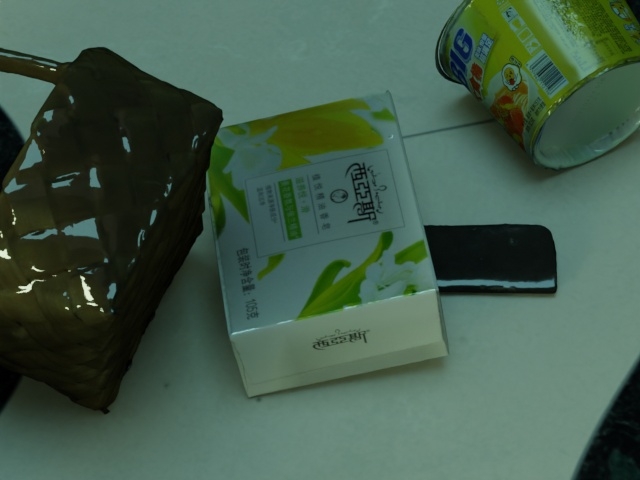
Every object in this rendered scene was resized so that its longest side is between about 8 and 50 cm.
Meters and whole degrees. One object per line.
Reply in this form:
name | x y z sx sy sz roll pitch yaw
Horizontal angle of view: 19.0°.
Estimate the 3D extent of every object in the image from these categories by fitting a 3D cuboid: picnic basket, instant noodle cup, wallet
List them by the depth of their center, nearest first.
picnic basket | -0.272 -0.042 1.678 0.337 0.337 0.293 18 64 16
wallet | 0.150 0.018 1.836 0.156 0.018 0.082 0 51 2
instant noodle cup | 0.238 -0.177 1.889 0.205 0.205 0.153 -23 59 -17

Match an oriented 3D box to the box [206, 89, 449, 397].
box | 0.000 0.000 1.788 0.194 0.111 0.260 -13 48 1
